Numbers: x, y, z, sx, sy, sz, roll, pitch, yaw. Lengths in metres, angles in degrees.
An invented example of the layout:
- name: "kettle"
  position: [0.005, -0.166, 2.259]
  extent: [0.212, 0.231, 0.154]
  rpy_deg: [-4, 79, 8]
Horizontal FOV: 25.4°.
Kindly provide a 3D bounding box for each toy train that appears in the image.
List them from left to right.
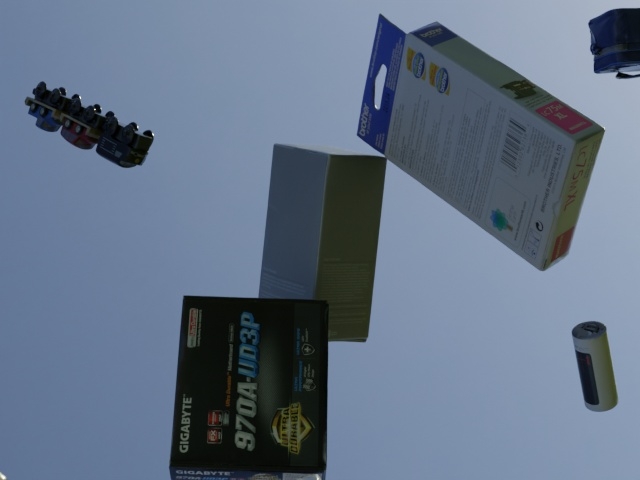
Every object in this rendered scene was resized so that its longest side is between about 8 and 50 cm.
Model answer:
- name: "toy train"
  position: [-0.177, -0.086, 1.072]
  extent: [0.027, 0.158, 0.036]
  rpy_deg: [13, -80, -44]

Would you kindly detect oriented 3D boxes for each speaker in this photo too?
- name: "speaker"
  position: [0.422, 0.192, 2.177]
  extent: [0.055, 0.055, 0.136]
  rpy_deg: [-47, -49, -47]

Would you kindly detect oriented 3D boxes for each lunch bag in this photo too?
- name: "lunch bag"
  position: [0.314, -0.195, 1.411]
  extent: [0.098, 0.067, 0.065]
  rpy_deg: [-7, -92, -14]

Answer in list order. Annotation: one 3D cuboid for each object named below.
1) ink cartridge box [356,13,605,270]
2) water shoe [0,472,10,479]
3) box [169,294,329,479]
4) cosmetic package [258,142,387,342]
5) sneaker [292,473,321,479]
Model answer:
- name: "ink cartridge box"
  position: [0.177, -0.124, 1.649]
  extent: [0.065, 0.311, 0.186]
  rpy_deg: [-29, -38, -36]
- name: "water shoe"
  position: [-0.357, 0.318, 1.384]
  extent: [0.080, 0.073, 0.203]
  rpy_deg: [40, -117, -8]
- name: "box"
  position: [-0.078, 0.170, 1.624]
  extent: [0.051, 0.175, 0.220]
  rpy_deg: [94, 178, -57]
- name: "cosmetic package"
  position: [0.000, 0.000, 1.785]
  extent: [0.107, 0.127, 0.238]
  rpy_deg: [3, -80, -37]
- name: "sneaker"
  position: [-0.021, 0.352, 1.247]
  extent: [0.108, 0.169, 0.292]
  rpy_deg: [66, -170, -73]
